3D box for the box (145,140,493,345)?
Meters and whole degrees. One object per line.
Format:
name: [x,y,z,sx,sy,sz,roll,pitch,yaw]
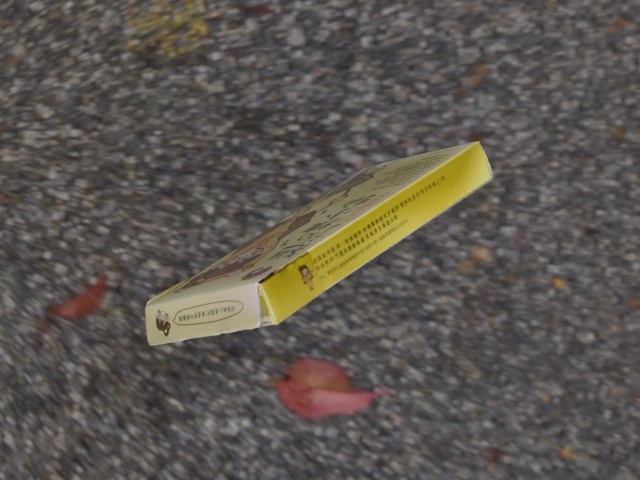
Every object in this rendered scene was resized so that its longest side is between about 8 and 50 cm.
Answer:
box: [0.000,0.000,0.671,0.149,0.073,0.020,-34,105,-42]
